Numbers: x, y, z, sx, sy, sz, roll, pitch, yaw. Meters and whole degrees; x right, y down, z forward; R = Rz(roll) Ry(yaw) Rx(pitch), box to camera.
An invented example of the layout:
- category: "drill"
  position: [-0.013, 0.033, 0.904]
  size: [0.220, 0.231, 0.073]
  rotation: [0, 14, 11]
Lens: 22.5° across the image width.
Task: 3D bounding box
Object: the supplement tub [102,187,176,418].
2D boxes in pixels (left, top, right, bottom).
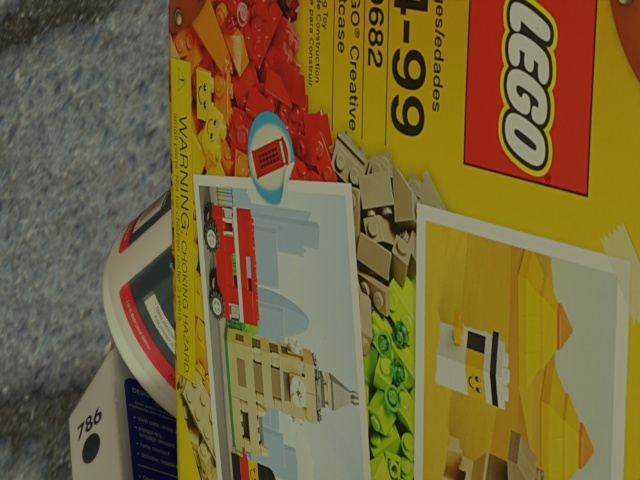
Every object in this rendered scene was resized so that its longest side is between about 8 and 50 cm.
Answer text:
- category: "supplement tub"
  position: [0.000, 0.000, 1.087]
  size: [0.272, 0.191, 0.191]
  rotation: [-38, 42, 32]

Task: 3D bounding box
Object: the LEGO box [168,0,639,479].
- category: "LEGO box"
  position: [0.101, 0.110, 0.705]
  size: [0.372, 0.193, 0.500]
  rotation: [20, 114, 55]

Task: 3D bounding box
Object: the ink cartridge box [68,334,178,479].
- category: "ink cartridge box"
  position: [-0.083, 0.205, 1.088]
  size: [0.065, 0.165, 0.333]
  rotation: [-41, 40, 31]
